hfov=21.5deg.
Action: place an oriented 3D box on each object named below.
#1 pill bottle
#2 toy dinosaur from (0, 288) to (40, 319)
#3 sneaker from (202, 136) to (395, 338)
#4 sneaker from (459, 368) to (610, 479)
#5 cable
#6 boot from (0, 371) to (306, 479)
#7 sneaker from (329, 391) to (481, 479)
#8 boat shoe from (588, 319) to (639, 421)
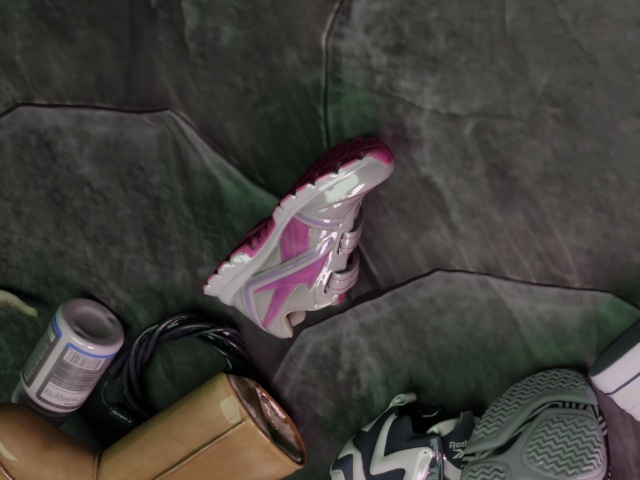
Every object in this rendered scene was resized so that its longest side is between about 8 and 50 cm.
[{"bbox_3d":[-0.271,0.133,1.788,0.078,0.078,0.137,38,120,4],"label":"pill bottle"},{"bbox_3d":[-0.436,0.065,1.843,0.268,0.064,0.118,-17,110,25],"label":"toy dinosaur"},{"bbox_3d":[0.000,0.000,1.616,0.111,0.103,0.252,42,127,-3],"label":"sneaker"},{"bbox_3d":[0.220,0.308,1.543,0.137,0.366,0.210,-11,135,23],"label":"sneaker"},{"bbox_3d":[-0.141,0.155,1.760,0.150,0.047,0.184,45,120,0],"label":"cable"},{"bbox_3d":[-0.187,0.201,1.728,0.269,0.089,0.236,-31,116,24],"label":"boot"},{"bbox_3d":[0.127,0.245,1.640,0.235,0.094,0.153,49,122,30],"label":"sneaker"},{"bbox_3d":[0.357,0.078,1.504,0.084,0.095,0.258,45,131,-5],"label":"boat shoe"}]
